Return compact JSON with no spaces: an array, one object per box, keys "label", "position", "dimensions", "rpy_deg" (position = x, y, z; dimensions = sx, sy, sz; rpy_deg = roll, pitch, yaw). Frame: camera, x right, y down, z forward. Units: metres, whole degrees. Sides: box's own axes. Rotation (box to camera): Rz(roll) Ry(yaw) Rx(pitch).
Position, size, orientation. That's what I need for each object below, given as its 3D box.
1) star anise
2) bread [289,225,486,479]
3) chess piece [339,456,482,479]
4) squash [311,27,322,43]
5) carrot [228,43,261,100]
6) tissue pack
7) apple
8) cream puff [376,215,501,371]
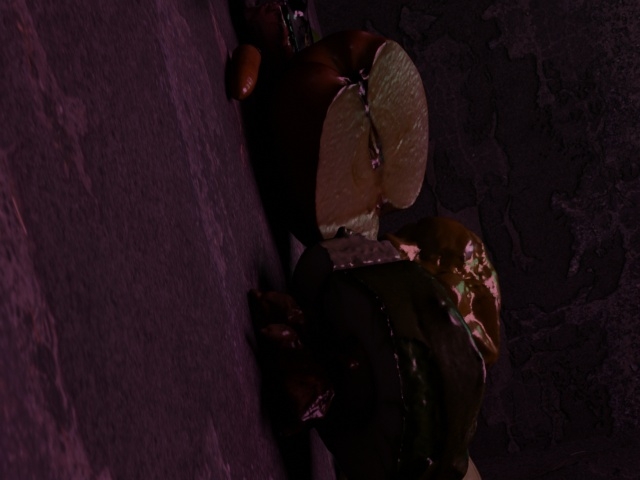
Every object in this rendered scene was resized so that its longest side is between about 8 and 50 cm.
[{"label":"star anise","position":[-0.022,0.157,1.351],"dimensions":[0.196,0.111,0.212],"rpy_deg":[87,-16,-53]},{"label":"bread","position":[0.081,0.157,1.447],"dimensions":[0.366,0.129,0.381],"rpy_deg":[129,-52,-61]},{"label":"chess piece","position":[0.166,0.447,1.927],"dimensions":[0.442,0.234,0.234],"rpy_deg":[47,31,-72]},{"label":"squash","position":[-0.026,-0.334,2.264],"dimensions":[0.107,0.107,0.395],"rpy_deg":[71,10,-46]},{"label":"carrot","position":[-0.111,-0.242,1.576],"dimensions":[0.139,0.048,0.048],"rpy_deg":[-91,166,-59]},{"label":"tissue pack","position":[-0.059,-0.342,1.899],"dimensions":[0.245,0.123,0.332],"rpy_deg":[-100,173,-47]},{"label":"apple","position":[0.053,-0.152,1.746],"dimensions":[0.328,0.295,0.364],"rpy_deg":[-106,-179,-48]},{"label":"cream puff","position":[0.172,0.124,1.701],"dimensions":[0.274,0.323,0.269],"rpy_deg":[-27,73,-44]}]
